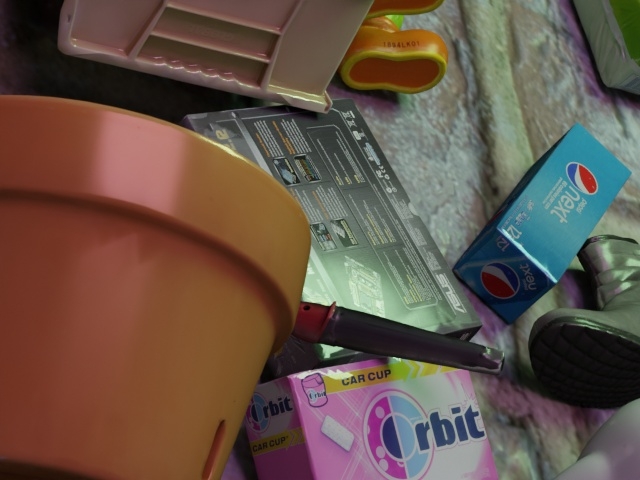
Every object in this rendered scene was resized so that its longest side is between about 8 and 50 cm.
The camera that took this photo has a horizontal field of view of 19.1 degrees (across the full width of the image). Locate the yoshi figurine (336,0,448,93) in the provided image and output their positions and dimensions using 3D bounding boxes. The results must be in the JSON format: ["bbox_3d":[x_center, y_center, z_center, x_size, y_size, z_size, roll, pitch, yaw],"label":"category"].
[{"bbox_3d":[0.067,-0.315,1.738,0.203,0.203,0.362,29,37,-40],"label":"yoshi figurine"}]

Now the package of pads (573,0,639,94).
[{"bbox_3d":[0.369,-0.269,1.998,0.229,0.101,0.297,10,50,-31],"label":"package of pads"}]

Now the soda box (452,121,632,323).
[{"bbox_3d":[0.196,-0.018,1.661,0.071,0.067,0.210,43,40,-1],"label":"soda box"}]

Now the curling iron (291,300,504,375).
[{"bbox_3d":[0.002,0.046,1.368,0.274,0.068,0.035,19,-9,19],"label":"curling iron"}]

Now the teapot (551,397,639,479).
[{"bbox_3d":[0.271,0.253,1.405,0.256,0.187,0.252,41,9,23],"label":"teapot"}]

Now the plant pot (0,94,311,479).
[{"bbox_3d":[-0.159,0.072,1.154,0.291,0.291,0.203,20,62,-25],"label":"plant pot"}]

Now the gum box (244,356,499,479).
[{"bbox_3d":[0.040,0.142,1.374,0.188,0.062,0.107,-7,79,-43],"label":"gum box"}]

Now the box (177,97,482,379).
[{"bbox_3d":[0.000,0.000,1.493,0.183,0.056,0.231,-11,63,-43],"label":"box"}]

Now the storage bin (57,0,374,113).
[{"bbox_3d":[-0.118,-0.250,1.522,0.260,0.123,0.262,10,37,-32],"label":"storage bin"}]

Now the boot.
[{"bbox_3d":[0.250,0.062,1.641,0.246,0.083,0.161,15,40,-37],"label":"boot"}]
